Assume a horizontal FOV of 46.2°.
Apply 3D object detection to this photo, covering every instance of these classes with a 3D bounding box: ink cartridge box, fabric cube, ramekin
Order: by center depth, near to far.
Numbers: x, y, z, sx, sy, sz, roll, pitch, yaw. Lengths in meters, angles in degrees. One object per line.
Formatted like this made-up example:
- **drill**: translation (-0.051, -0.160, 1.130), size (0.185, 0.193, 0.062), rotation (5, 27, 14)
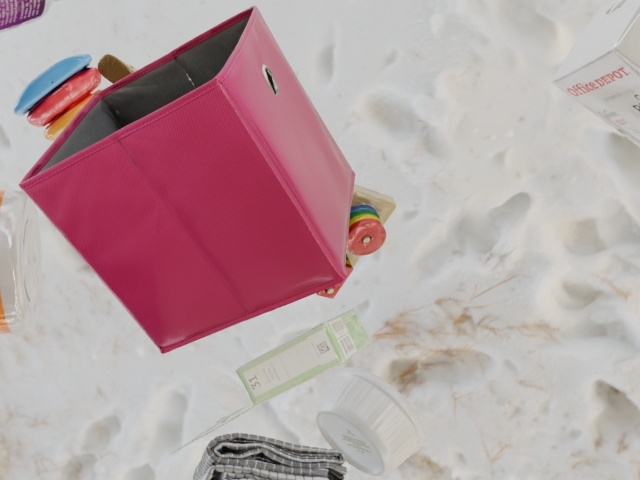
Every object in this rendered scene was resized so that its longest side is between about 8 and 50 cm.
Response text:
- **ink cartridge box**: translation (0.436, -0.165, 0.864), size (0.283, 0.207, 0.117), rotation (35, 91, -2)
- **fabric cube**: translation (-0.129, -0.073, 0.878), size (0.259, 0.254, 0.258), rotation (-24, 117, 18)
- **ink cartridge box**: translation (-0.063, 0.164, 0.906), size (0.235, 0.171, 0.056), rotation (-28, 84, 12)
- **ramekin**: translation (0.109, 0.448, 1.818), size (0.273, 0.127, 0.272), rotation (31, 144, 26)

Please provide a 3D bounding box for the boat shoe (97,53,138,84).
- **boat shoe**: translation (-0.351, -0.296, 1.449), size (0.170, 0.059, 0.063), rotation (44, 103, 3)

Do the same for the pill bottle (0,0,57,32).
- **pill bottle**: translation (-0.557, -0.429, 1.248), size (0.169, 0.301, 0.169), rotation (23, 131, 28)

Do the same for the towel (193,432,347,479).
- **towel**: translation (-0.100, 0.467, 1.457), size (0.235, 0.284, 0.121), rotation (117, 158, -52)

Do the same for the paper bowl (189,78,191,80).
- **paper bowl**: translation (-0.243, -0.282, 1.757), size (0.284, 0.284, 0.148), rotation (18, 93, 30)

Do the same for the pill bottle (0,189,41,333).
- **pill bottle**: translation (-0.636, 0.037, 1.118), size (0.224, 0.393, 0.223), rotation (178, 90, -78)

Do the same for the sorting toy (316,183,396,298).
- **sorting toy**: translation (0.000, 0.000, 1.549), size (0.255, 0.257, 0.089), rotation (-56, 34, 27)

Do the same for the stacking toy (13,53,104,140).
- **stacking toy**: translation (-0.421, -0.193, 1.430), size (0.301, 0.175, 0.166), rotation (51, 170, -17)
